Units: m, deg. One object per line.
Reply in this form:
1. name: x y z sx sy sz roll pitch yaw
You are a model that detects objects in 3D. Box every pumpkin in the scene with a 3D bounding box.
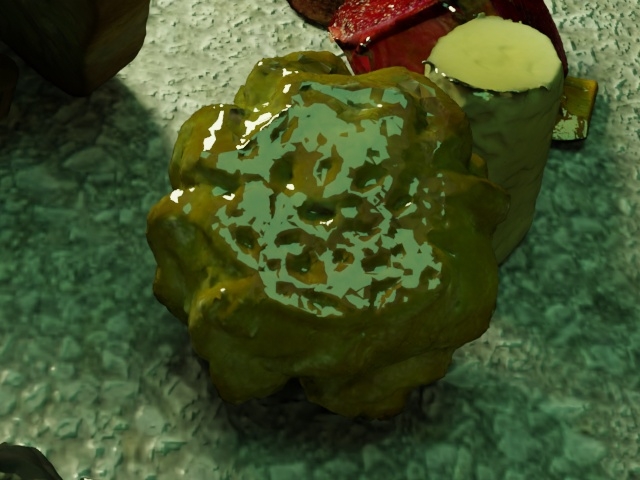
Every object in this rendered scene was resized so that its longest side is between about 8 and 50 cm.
1. pumpkin: 0.196 -0.118 1.416 0.073 0.035 0.101 14 37 3

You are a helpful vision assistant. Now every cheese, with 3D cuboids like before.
1. cheese: 0.117 -0.066 1.231 0.094 0.167 0.123 19 39 16

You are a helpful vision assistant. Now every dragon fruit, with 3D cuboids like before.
1. dragon fruit: 0.111 -0.168 1.365 0.189 0.163 0.261 29 22 -3

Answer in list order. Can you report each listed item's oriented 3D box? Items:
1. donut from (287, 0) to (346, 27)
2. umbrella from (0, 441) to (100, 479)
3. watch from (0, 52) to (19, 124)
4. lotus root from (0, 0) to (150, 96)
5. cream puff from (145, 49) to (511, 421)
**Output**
1. donut: 0.037 -0.262 1.538 0.166 0.073 0.184 9 40 -3
2. umbrella: -0.104 0.195 0.916 0.337 0.128 0.154 9 54 -9
3. watch: -0.397 -0.204 1.182 0.335 0.327 0.314 -25 49 -35
4. lotus root: -0.248 -0.278 1.280 0.111 0.375 0.390 -42 32 -20
5. cream puff: 0.002 -0.002 1.107 0.244 0.196 0.244 3 41 -3
